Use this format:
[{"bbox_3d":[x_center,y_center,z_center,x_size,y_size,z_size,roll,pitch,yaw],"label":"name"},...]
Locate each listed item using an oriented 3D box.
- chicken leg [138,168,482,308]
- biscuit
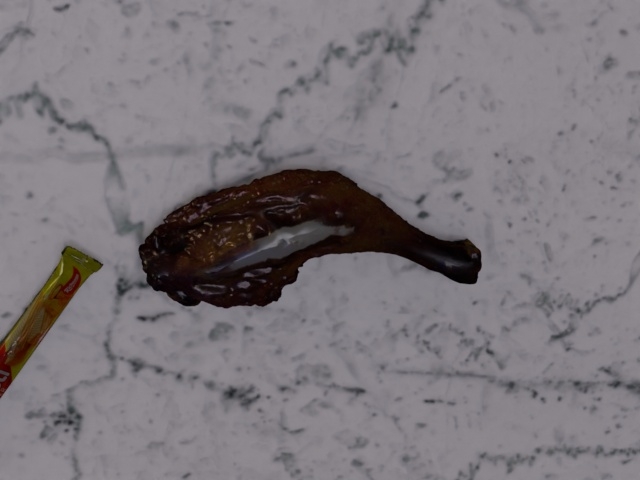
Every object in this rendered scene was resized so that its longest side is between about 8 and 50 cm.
[{"bbox_3d":[0.000,0.000,1.249,0.407,0.096,0.158,-2,110,-14],"label":"chicken leg"},{"bbox_3d":[-0.348,0.130,1.241,0.048,0.026,0.292,32,97,-38],"label":"biscuit"}]
